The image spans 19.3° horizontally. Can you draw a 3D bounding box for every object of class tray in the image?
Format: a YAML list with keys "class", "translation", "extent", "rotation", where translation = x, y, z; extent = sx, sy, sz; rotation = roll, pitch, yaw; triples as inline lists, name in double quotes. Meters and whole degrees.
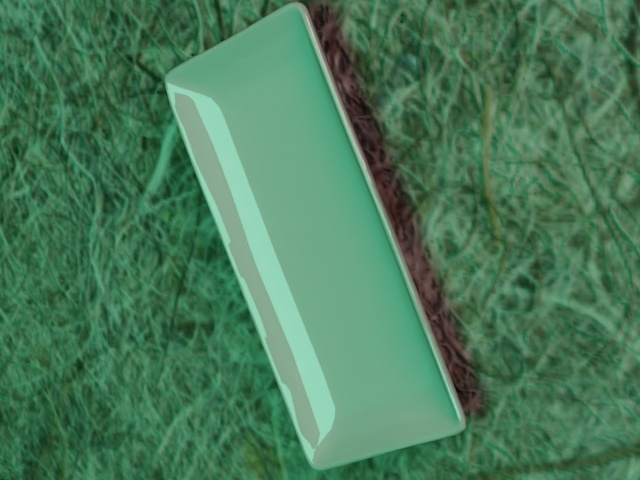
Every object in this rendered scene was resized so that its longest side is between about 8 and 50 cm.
- class: "tray"
  translation: [0.000, 0.000, 1.145]
  extent: [0.145, 0.030, 0.270]
  rotation: [-22, 89, 48]
